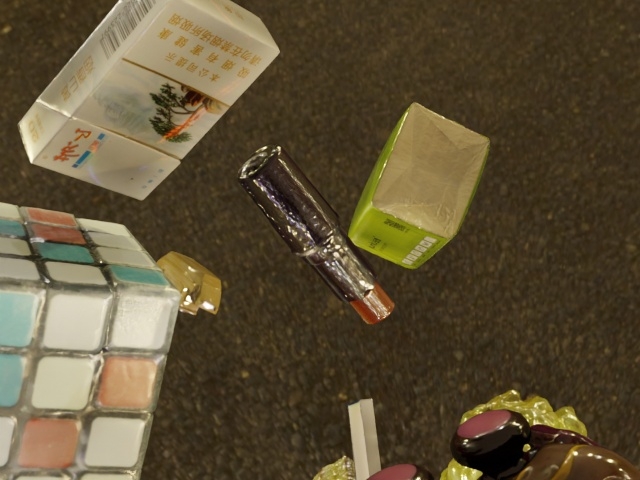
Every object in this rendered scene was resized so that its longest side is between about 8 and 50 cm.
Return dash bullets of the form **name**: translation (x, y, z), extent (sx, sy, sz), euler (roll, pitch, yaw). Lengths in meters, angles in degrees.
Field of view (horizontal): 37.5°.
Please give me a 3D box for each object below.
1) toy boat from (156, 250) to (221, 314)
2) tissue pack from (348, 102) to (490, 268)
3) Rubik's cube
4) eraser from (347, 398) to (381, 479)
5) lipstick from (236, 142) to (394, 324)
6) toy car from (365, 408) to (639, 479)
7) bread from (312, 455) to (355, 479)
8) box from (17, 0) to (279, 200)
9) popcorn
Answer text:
- **toy boat**: translation (-0.213, 0.074, 1.503), extent (0.200, 0.057, 0.077), euler (27, 91, 58)
- **tissue pack**: translation (0.166, -0.085, 1.668), extent (0.167, 0.274, 0.200), euler (25, 77, -2)
- **Rubik's cube**: translation (-0.312, 0.114, 0.947), extent (0.253, 0.256, 0.259), euler (9, 14, -25)
- **eraser**: translation (0.069, 0.321, 1.443), extent (0.023, 0.104, 0.150), euler (-4, 77, -11)
- **lipstick**: translation (0.000, 0.000, 1.267), extent (0.081, 0.299, 0.081), euler (-31, 24, 16)
- **toy car**: translation (0.183, 0.309, 0.808), extent (0.341, 0.240, 0.271), euler (-27, 98, -24)
- **bread**: translation (0.060, 0.495, 1.543), extent (0.110, 0.184, 0.234), euler (-31, 16, 5)
- **box**: translation (-0.174, -0.152, 0.948), extent (0.233, 0.149, 0.067), euler (-43, 52, 23)
- **popcorn**: translation (0.346, 0.400, 1.580), extent (0.312, 0.312, 0.312), euler (-4, 59, 7)
